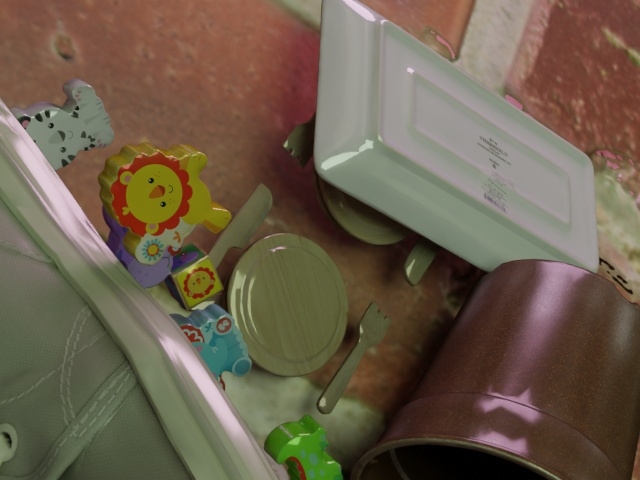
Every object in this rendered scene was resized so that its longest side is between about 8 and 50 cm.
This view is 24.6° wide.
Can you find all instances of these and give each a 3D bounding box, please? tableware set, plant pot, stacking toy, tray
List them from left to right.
[{"bbox_3d":[-0.075,0.030,0.737,0.052,0.167,0.221,-31,118,-16],"label":"stacking toy"},{"bbox_3d":[0.000,0.000,0.908,0.128,0.039,0.194,47,60,-20],"label":"tableware set"},{"bbox_3d":[0.103,-0.053,0.952,0.270,0.030,0.145,28,52,-36],"label":"tray"},{"bbox_3d":[0.123,0.111,0.892,0.167,0.167,0.165,41,49,-17],"label":"plant pot"}]

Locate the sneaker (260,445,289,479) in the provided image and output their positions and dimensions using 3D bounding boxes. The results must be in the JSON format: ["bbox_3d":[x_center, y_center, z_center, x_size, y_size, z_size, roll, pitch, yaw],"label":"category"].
[{"bbox_3d":[-0.145,0.203,0.717,0.350,0.131,0.148,-24,130,-51],"label":"sneaker"}]

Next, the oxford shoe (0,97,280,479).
[{"bbox_3d":[-0.123,0.077,0.644,0.130,0.169,0.449,-30,53,-20],"label":"oxford shoe"}]
